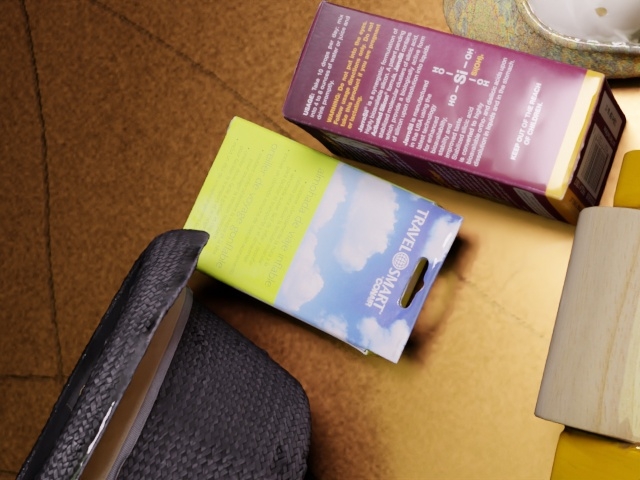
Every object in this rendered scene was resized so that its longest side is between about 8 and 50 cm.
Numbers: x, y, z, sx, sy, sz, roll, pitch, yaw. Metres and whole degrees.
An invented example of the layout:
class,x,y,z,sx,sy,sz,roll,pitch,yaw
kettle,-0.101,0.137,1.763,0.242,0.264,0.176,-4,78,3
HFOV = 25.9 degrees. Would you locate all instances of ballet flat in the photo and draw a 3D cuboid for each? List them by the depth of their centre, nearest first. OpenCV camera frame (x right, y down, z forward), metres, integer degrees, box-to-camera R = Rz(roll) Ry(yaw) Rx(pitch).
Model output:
class,x,y,z,sx,sy,sz,roll,pitch,yaw
ballet flat,0.232,-0.156,0.832,0.348,0.123,0.123,9,84,21

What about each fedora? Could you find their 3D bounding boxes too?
class,x,y,z,sx,sy,sz,roll,pitch,yaw
fedora,-0.106,0.164,0.849,0.152,0.334,0.334,28,91,-8

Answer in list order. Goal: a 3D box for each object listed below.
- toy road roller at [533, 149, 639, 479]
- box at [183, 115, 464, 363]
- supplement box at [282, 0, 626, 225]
class,x,y,z,sx,sy,sz,roll,pitch,yaw
toy road roller,0.301,0.077,0.751,0.329,0.240,0.203,7,82,58
box,0.000,0.000,0.926,0.178,0.042,0.109,25,90,21
supplement box,0.085,-0.078,0.876,0.188,0.104,0.081,18,87,21
